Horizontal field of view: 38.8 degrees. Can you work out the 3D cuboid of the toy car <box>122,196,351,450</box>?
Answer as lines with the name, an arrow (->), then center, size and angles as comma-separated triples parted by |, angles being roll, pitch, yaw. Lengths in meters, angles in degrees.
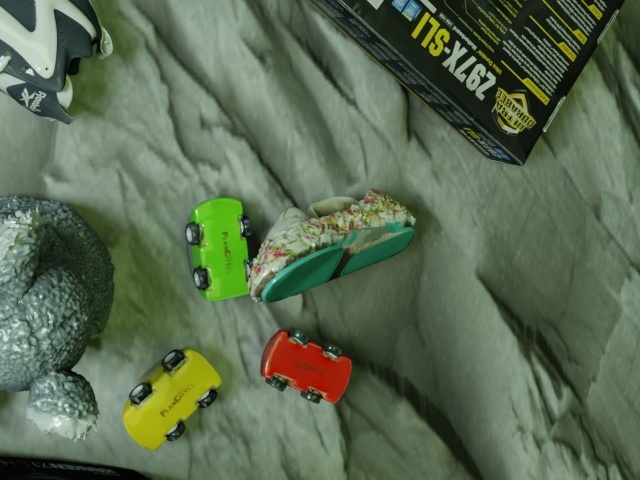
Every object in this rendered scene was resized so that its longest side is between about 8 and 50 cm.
toy car -> -0.091, 0.069, 0.881 | 0.239, 0.053, 0.224 | -11, 99, -27

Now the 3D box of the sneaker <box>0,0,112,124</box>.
sneaker -> -0.276, -0.145, 0.741 | 0.235, 0.094, 0.153 | -38, 102, -30

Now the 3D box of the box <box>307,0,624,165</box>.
box -> 0.159, -0.271, 0.945 | 0.322, 0.079, 0.257 | 35, 86, -29

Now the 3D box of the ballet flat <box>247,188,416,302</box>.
ballet flat -> 0.000, 0.000, 0.878 | 0.077, 0.091, 0.241 | 49, 35, 19

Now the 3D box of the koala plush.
koala plush -> -0.239, 0.051, 0.707 | 0.203, 0.221, 0.196 | -17, 102, -25

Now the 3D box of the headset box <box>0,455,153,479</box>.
headset box -> -0.188, 0.264, 0.689 | 0.246, 0.283, 0.131 | 18, 82, -40
